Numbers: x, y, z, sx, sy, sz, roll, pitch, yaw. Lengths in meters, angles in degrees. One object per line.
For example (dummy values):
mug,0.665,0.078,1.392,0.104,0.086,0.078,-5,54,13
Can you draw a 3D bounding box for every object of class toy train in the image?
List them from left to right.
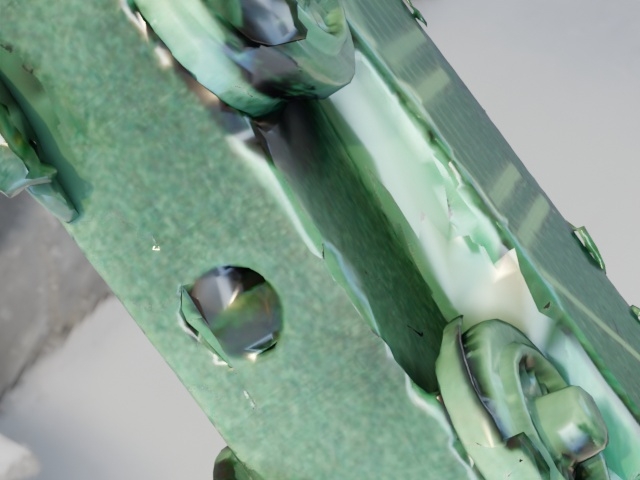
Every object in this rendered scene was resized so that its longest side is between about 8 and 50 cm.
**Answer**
toy train,0.000,0.000,0.451,0.115,0.269,0.154,-36,-177,20
